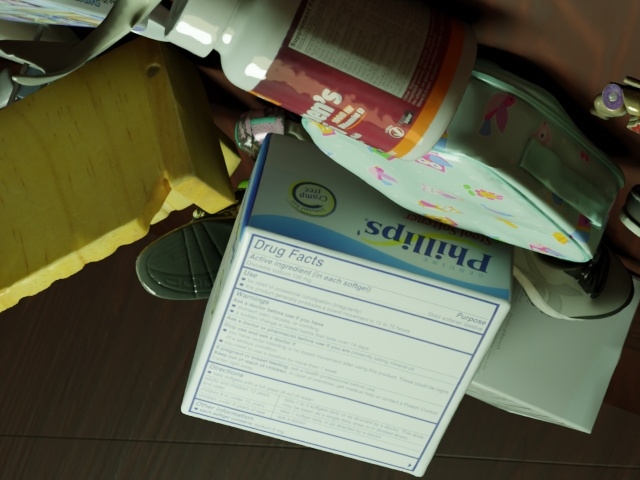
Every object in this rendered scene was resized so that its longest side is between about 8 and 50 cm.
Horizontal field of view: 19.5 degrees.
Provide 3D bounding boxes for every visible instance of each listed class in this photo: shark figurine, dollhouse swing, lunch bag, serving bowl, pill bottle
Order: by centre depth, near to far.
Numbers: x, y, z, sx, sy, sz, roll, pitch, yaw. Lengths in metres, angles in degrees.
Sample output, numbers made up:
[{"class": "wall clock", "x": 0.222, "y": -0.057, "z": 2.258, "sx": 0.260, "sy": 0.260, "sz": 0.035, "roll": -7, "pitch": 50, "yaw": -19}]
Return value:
[{"class": "shark figurine", "x": -0.133, "y": -0.227, "z": 1.287, "sx": 0.166, "sy": 0.278, "sz": 0.116, "roll": -6, "pitch": -133, "yaw": -27}, {"class": "pill bottle", "x": -0.001, "y": -0.156, "z": 1.439, "sx": 0.221, "sy": 0.121, "sz": 0.121, "roll": 23, "pitch": 172, "yaw": -13}, {"class": "lunch bag", "x": 0.138, "y": -0.080, "z": 1.644, "sx": 0.224, "sy": 0.108, "sz": 0.279, "roll": 14, "pitch": 170, "yaw": 36}, {"class": "serving bowl", "x": -0.174, "y": -0.222, "z": 1.799, "sx": 0.083, "sy": 0.027, "sz": 0.083, "roll": 20, "pitch": 172, "yaw": 3}, {"class": "dollhouse swing", "x": -0.240, "y": -0.003, "z": 1.997, "sx": 0.305, "sy": 0.347, "sz": 0.315, "roll": 53, "pitch": -166, "yaw": -47}]

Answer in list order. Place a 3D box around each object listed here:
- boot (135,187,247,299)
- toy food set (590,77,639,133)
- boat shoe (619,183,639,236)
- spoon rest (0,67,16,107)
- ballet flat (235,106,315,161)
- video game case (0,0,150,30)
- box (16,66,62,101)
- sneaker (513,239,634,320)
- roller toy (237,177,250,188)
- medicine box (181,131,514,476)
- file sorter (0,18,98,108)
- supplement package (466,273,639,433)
[{"class": "boot", "x": -0.116, "y": 0.000, "z": 2.078, "sx": 0.236, "sy": 0.085, "sz": 0.178, "roll": -21, "pitch": -168, "yaw": -22}, {"class": "toy food set", "x": 0.259, "y": -0.099, "z": 1.500, "sx": 0.078, "sy": 0.019, "sz": 0.122, "roll": 21, "pitch": 172, "yaw": 3}, {"class": "boat shoe", "x": 0.370, "y": -0.014, "z": 1.631, "sx": 0.228, "sy": 0.068, "sz": 0.081, "roll": 22, "pitch": -147, "yaw": 30}, {"class": "spoon rest", "x": -0.503, "y": -0.229, "z": 2.324, "sx": 0.276, "sy": 0.084, "sz": 0.137, "roll": 31, "pitch": -154, "yaw": -45}, {"class": "ballet flat", "x": -0.011, "y": -0.094, "z": 2.117, "sx": 0.079, "sy": 0.077, "sz": 0.221, "roll": -6, "pitch": 158, "yaw": 30}, {"class": "video game case", "x": -0.324, "y": -0.252, "z": 1.709, "sx": 0.244, "sy": 0.061, "sz": 0.269, "roll": 12, "pitch": 180, "yaw": -39}, {"class": "box", "x": -0.273, "y": -0.153, "z": 2.422, "sx": 0.233, "sy": 0.059, "sz": 0.183, "roll": 22, "pitch": 171, "yaw": -1}, {"class": "sneaker", "x": 0.269, "y": 0.023, "z": 2.042, "sx": 0.108, "sy": 0.100, "sz": 0.271, "roll": 6, "pitch": 164, "yaw": 44}, {"class": "roller toy", "x": 0.000, "y": 0.000, "z": 2.412, "sx": 0.209, "sy": 0.146, "sz": 0.191, "roll": 13, "pitch": 169, "yaw": 43}, {"class": "medicine box", "x": 0.026, "y": 0.070, "z": 1.872, "sx": 0.263, "sy": 0.149, "sz": 0.289, "roll": 16, "pitch": 133, "yaw": -6}, {"class": "file sorter", "x": -0.382, "y": -0.175, "z": 2.152, "sx": 0.193, "sy": 0.173, "sz": 0.277, "roll": 19, "pitch": 171, "yaw": 13}, {"class": "supplement package", "x": 0.207, "y": 0.085, "z": 2.241, "sx": 0.263, "sy": 0.199, "sz": 0.198, "roll": 25, "pitch": 172, "yaw": -24}]
